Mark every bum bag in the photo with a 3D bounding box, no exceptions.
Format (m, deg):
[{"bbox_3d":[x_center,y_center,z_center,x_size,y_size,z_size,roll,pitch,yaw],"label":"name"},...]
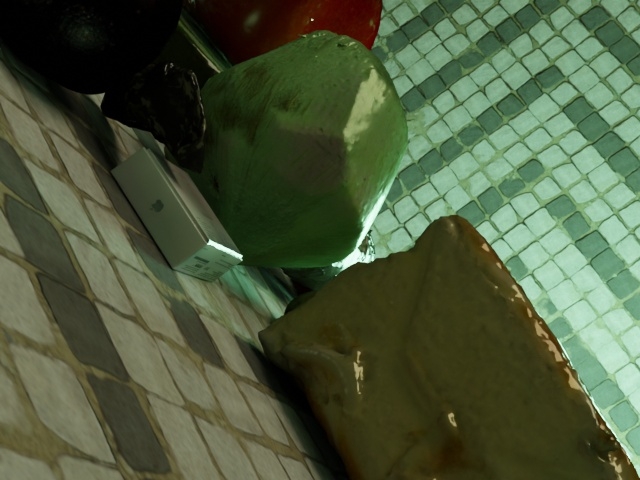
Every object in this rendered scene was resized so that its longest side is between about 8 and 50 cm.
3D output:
[{"bbox_3d":[-0.186,-0.159,1.165,0.069,0.102,0.248,12,13,-41],"label":"bum bag"}]

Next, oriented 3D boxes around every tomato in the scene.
[{"bbox_3d":[-0.056,-0.405,1.728,0.325,0.290,0.293,33,19,-48],"label":"tomato"}]

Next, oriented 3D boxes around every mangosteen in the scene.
[{"bbox_3d":[-0.234,-0.276,1.062,0.243,0.243,0.243,53,5,-7],"label":"mangosteen"}]

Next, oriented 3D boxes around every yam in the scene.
[{"bbox_3d":[0.000,0.000,1.584,0.154,0.154,0.254,56,1,18],"label":"yam"}]

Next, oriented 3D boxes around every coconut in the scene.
[{"bbox_3d":[-0.045,-0.101,1.329,0.281,0.328,0.328,58,1,-46],"label":"coconut"}]

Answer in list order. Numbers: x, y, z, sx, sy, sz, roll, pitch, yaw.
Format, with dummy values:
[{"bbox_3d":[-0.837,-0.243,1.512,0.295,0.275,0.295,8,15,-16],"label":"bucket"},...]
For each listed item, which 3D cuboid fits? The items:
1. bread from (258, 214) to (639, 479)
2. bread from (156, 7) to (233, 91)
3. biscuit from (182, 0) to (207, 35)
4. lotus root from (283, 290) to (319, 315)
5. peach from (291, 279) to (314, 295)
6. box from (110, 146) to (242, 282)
[{"bbox_3d":[0.171,0.221,1.193,0.390,0.279,0.371,57,4,30],"label":"bread"},{"bbox_3d":[-0.208,-0.247,1.650,0.366,0.129,0.382,52,6,13],"label":"bread"},{"bbox_3d":[-0.249,-0.372,1.934,0.305,0.038,0.305,39,-19,17],"label":"biscuit"},{"bbox_3d":[-0.007,0.112,1.381,0.089,0.080,0.179,57,9,5],"label":"lotus root"},{"bbox_3d":[0.006,0.065,1.748,0.092,0.127,0.172,61,29,-14],"label":"peach"},{"bbox_3d":[-0.154,-0.026,1.139,0.129,0.051,0.130,55,4,14],"label":"box"}]
